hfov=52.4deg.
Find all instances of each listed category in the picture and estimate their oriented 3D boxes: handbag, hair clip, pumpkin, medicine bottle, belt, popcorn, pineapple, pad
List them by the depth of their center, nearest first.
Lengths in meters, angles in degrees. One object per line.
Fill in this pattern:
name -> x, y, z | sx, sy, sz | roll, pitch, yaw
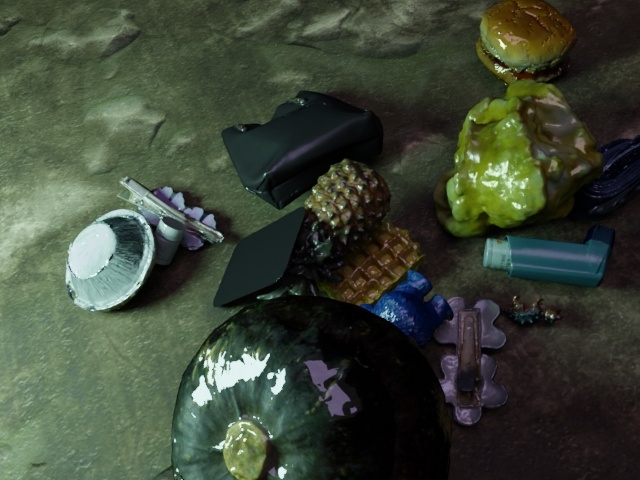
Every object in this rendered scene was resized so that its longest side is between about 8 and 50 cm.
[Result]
pumpkin -> -0.016, 0.305, 1.019 | 0.455, 0.344, 0.454 | -3, 83, 28
hair clip -> 0.277, 0.218, 1.227 | 0.146, 0.075, 0.257 | -6, 48, 22
pineapple -> 0.000, 0.000, 1.280 | 0.169, 0.169, 0.340 | 28, 64, 21
pad -> -0.127, 0.036, 1.308 | 0.004, 0.267, 0.181 | 35, 55, -25
medicine bottle -> 0.468, 0.027, 1.329 | 0.259, 0.079, 0.124 | 4, 60, 9
popcorn -> 0.408, -0.159, 1.354 | 0.294, 0.292, 0.334 | 37, 59, 12
belt -> 0.623, -0.142, 1.397 | 0.218, 0.128, 0.122 | -33, 59, -17
medicine bottle -> -0.334, 0.001, 1.405 | 0.058, 0.058, 0.091 | 38, 111, 26
hair clip -> -0.334, -0.063, 1.468 | 0.292, 0.084, 0.106 | 29, 60, 16
handbag -> -0.063, -0.234, 1.520 | 0.342, 0.152, 0.288 | -29, 47, -18

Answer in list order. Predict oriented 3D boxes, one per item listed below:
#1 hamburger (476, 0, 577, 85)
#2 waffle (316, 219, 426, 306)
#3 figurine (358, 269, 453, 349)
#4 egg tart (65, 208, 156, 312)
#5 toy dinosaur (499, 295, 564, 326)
hamburger -> 0.513, -0.500, 1.627 | 0.245, 0.163, 0.244 | -2, 54, 3
waffle -> 0.082, 0.033, 1.372 | 0.229, 0.057, 0.219 | -41, 62, -19
figurine -> 0.129, 0.177, 1.211 | 0.164, 0.120, 0.262 | 31, 77, 14
egg tart -> -0.453, 0.034, 1.367 | 0.234, 0.094, 0.234 | -11, 63, 22
toy dinosaur -> 0.397, 0.141, 1.279 | 0.154, 0.049, 0.055 | 0, 71, 19
